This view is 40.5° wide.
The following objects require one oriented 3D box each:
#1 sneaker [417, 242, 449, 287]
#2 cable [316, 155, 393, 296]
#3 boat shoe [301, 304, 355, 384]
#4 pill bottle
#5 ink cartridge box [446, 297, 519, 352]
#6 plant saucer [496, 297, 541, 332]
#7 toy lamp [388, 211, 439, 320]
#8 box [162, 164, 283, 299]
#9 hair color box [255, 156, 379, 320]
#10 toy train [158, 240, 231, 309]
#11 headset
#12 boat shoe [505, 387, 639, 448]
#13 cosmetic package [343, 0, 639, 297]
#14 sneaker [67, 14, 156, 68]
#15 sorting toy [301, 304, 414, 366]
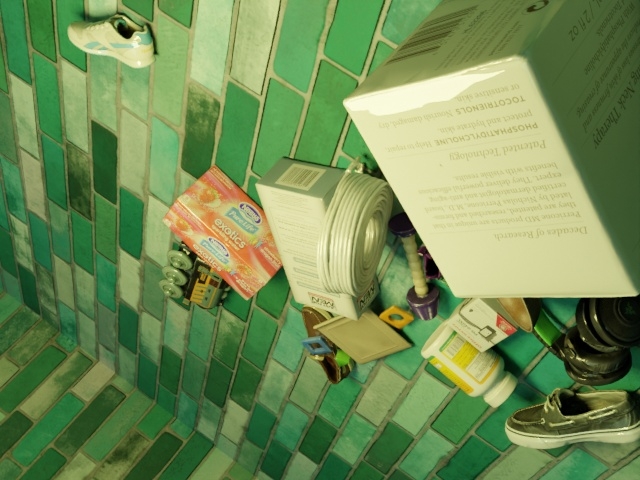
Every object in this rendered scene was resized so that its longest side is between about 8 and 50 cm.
[{"bbox_3d":[0.255,0.064,1.821,0.083,0.098,0.223,20,150,43],"label":"sneaker"},{"bbox_3d":[0.074,-0.010,1.794,0.089,0.257,0.257,13,134,19],"label":"cable"},{"bbox_3d":[0.012,0.283,2.328,0.095,0.095,0.257,0,129,45],"label":"boat shoe"},{"bbox_3d":[0.344,0.282,1.986,0.208,0.117,0.117,40,146,2],"label":"pill bottle"},{"bbox_3d":[0.360,0.169,1.888,0.109,0.063,0.150,40,146,1],"label":"ink cartridge box"},{"bbox_3d":[0.333,0.030,1.650,0.310,0.050,0.310,59,179,2],"label":"plant saucer"},{"bbox_3d":[0.209,0.065,1.906,0.080,0.080,0.274,11,135,36],"label":"toy lamp"},{"bbox_3d":[-0.222,-0.019,2.166,0.300,0.154,0.142,44,146,-3],"label":"box"},{"bbox_3d":[0.000,0.000,2.004,0.185,0.113,0.374,15,138,33],"label":"hair color box"},{"bbox_3d":[-0.333,0.088,2.417,0.190,0.142,0.334,29,146,0],"label":"toy train"},{"bbox_3d":[0.528,0.197,1.648,0.394,0.185,0.243,37,148,27],"label":"headset"},{"bbox_3d":[0.549,0.376,1.915,0.335,0.121,0.119,-16,110,39],"label":"boat shoe"},{"bbox_3d":[0.318,-0.163,1.315,0.328,0.329,0.393,-6,126,47],"label":"cosmetic package"},{"bbox_3d":[-0.475,-0.469,1.970,0.229,0.087,0.092,19,134,18],"label":"sneaker"},{"bbox_3d":[0.110,0.230,2.187,0.196,0.047,0.348,38,137,-25],"label":"sorting toy"}]
